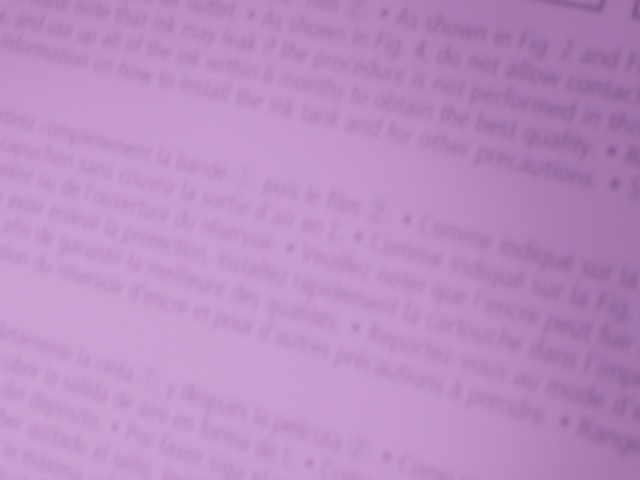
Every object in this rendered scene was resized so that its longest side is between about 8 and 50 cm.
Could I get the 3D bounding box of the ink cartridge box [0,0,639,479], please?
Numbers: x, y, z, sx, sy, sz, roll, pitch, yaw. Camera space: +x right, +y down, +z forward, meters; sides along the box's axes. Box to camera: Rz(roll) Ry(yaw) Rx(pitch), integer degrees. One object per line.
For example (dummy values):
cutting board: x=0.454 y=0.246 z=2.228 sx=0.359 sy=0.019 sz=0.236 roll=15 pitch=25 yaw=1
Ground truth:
ink cartridge box: x=0.000 y=0.000 z=0.440 sx=0.308 sy=0.091 sz=0.385 roll=15 pitch=84 yaw=29
